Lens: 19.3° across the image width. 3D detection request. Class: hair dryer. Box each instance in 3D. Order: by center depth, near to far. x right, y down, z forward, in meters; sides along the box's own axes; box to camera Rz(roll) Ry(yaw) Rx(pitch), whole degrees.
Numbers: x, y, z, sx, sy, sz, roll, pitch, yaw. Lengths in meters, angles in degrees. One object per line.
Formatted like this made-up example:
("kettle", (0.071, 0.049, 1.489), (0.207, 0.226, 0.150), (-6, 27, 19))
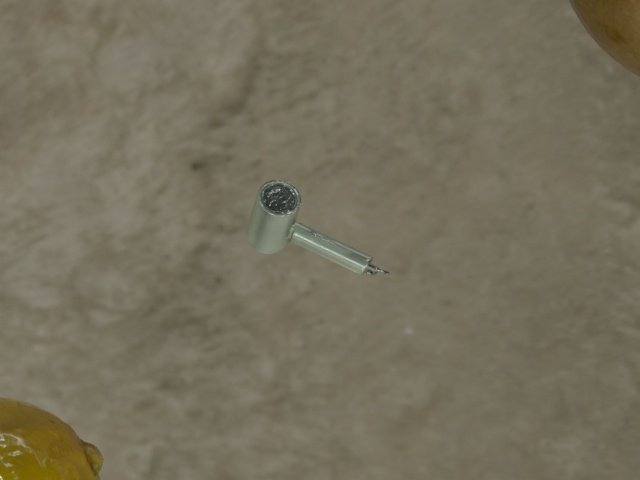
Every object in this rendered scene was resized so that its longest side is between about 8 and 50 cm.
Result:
("hair dryer", (0.000, 0.000, 1.543), (0.124, 0.063, 0.038), (26, 58, 4))

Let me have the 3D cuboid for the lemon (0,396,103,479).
("lemon", (-0.311, 0.248, 1.583), (0.236, 0.236, 0.263), (39, 99, -16))

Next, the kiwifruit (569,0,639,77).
("kiwifruit", (0.247, -0.170, 1.028), (0.234, 0.196, 0.196), (-2, 87, -26))
